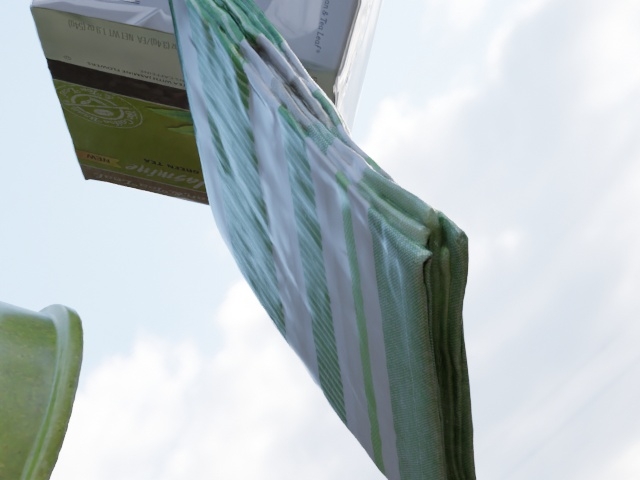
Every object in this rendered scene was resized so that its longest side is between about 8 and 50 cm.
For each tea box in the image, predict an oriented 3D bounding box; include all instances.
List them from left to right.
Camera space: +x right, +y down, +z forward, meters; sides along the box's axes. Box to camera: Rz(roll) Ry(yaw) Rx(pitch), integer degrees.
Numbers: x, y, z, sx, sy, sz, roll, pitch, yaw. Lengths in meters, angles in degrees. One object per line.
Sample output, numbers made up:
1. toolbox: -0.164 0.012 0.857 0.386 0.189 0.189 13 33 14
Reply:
1. tea box: -0.058 -0.225 1.302 0.323 0.220 0.329 91 -168 -70

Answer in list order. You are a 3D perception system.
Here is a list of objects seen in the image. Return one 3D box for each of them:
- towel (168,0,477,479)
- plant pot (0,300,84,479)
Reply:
1. towel: 0.000 0.000 0.994 0.038 0.325 0.248 -22 -47 -17
2. plant pot: -0.315 0.112 1.003 0.254 0.276 0.276 28 -62 -19
